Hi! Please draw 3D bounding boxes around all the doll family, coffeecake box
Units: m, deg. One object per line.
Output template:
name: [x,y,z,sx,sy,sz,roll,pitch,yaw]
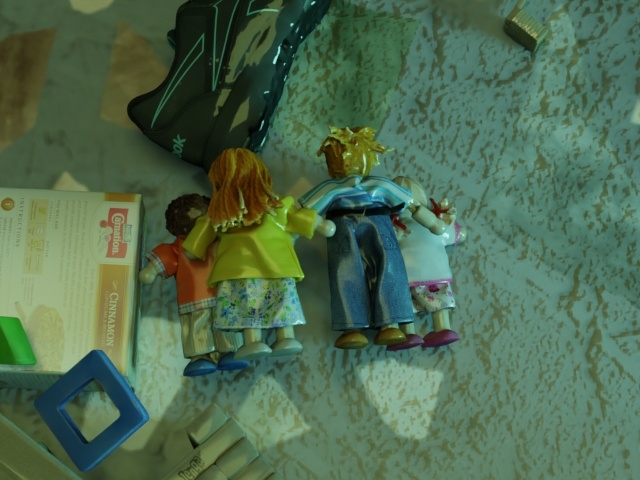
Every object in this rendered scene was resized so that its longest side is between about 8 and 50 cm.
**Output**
doll family: [0.000,0.000,1.194,0.263,0.118,0.163,-5,78,-15]
coffeecake box: [-0.229,0.037,1.222,0.186,0.068,0.142,3,73,-1]

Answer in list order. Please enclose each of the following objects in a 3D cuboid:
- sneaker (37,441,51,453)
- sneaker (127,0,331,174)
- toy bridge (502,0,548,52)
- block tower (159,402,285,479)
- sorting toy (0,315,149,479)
sneaker: [-0.224,0.200,1.189,0.069,0.038,0.098,-9,73,-5]
sneaker: [-0.057,-0.180,1.277,0.106,0.101,0.267,24,74,8]
toy bridge: [0.213,-0.241,1.339,0.063,0.026,0.188,40,76,11]
block tower: [0.007,0.272,1.146,0.097,0.091,0.335,-41,78,-13]
sorting toy: [-0.256,0.211,1.153,0.196,0.047,0.347,37,96,16]
